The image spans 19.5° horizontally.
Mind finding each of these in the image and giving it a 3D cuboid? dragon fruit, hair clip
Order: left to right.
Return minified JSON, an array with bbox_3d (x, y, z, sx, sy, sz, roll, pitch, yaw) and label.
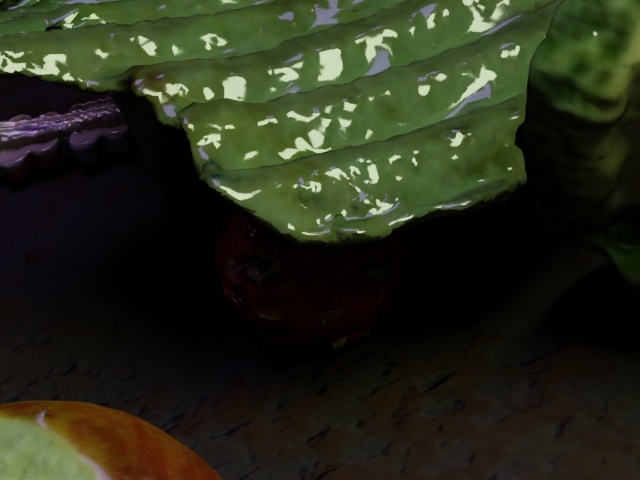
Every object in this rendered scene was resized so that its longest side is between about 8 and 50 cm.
[{"bbox_3d":[-0.203,-0.062,1.221,0.214,0.056,0.062,-4,38,3],"label":"hair clip"},{"bbox_3d":[0.000,0.000,0.928,0.094,0.094,0.190,-13,7,6],"label":"dragon fruit"}]

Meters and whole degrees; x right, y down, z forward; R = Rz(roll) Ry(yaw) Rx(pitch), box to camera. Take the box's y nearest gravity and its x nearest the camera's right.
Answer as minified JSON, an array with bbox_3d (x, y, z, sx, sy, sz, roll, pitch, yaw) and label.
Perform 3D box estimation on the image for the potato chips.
[{"bbox_3d":[-0.003,-0.148,0.950,0.373,0.097,0.389,19,49,34],"label":"potato chips"}]

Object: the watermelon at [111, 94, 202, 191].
[{"bbox_3d":[-0.019,-0.152,1.155,0.264,0.151,0.302,-28,42,-14],"label":"watermelon"}]

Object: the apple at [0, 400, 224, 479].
[{"bbox_3d":[-0.084,0.145,0.553,0.173,0.160,0.195,-11,60,46],"label":"apple"}]

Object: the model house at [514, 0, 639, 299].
[{"bbox_3d":[0.280,-0.067,0.780,0.266,0.261,0.321,32,65,27],"label":"model house"}]
